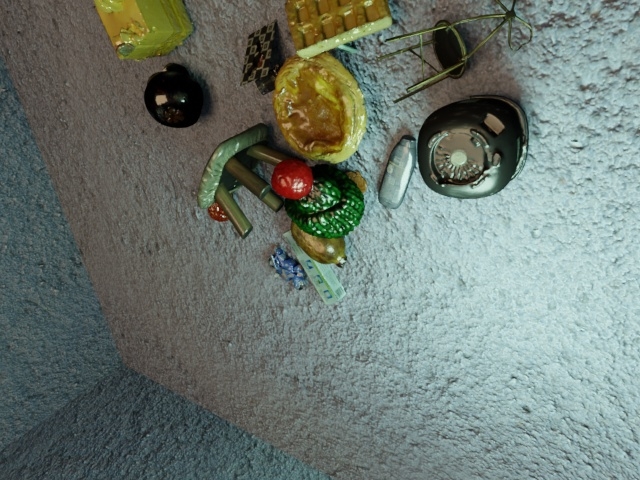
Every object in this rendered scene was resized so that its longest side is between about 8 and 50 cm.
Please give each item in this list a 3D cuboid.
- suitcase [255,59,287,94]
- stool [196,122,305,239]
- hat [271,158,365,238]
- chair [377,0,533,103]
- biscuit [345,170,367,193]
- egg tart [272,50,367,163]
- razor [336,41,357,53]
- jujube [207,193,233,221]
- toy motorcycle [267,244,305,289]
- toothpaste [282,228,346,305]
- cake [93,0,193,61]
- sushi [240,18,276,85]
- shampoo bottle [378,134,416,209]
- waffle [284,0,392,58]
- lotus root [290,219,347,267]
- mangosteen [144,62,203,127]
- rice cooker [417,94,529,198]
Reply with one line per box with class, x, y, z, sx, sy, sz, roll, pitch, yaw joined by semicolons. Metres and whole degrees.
suitcase;-0.150;-0.535;1.401;0.126;0.086;0.059;-15;112;40
stool;-0.246;-0.215;1.517;0.226;0.310;0.310;37;133;6
hat;-0.027;-0.162;1.343;0.274;0.242;0.332;12;163;39
chair;0.322;-0.474;1.054;0.326;0.170;0.159;-25;96;-1
biscuit;0.118;-0.198;1.440;0.091;0.015;0.078;31;130;19
egg tart;0.010;-0.410;1.312;0.352;0.150;0.351;21;127;30
razor;0.015;-0.663;1.216;0.056;0.111;0.277;-31;85;33
jujube;-0.424;-0.169;1.811;0.112;0.109;0.176;3;114;-5
toy motorcycle;-0.136;0.115;1.777;0.205;0.076;0.114;40;123;15
toothpaste;-0.022;0.093;1.678;0.081;0.067;0.336;-26;97;43
cake;-0.645;-0.782;1.496;0.222;0.286;0.227;-13;106;41
sushi;-0.193;-0.604;1.390;0.139;0.031;0.200;-2;76;41
shampoo bottle;0.240;-0.210;1.318;0.087;0.049;0.233;30;129;23
waffle;0.047;-0.609;1.136;0.274;0.057;0.167;-16;80;15
lotus root;0.000;0.000;1.557;0.260;0.128;0.145;45;102;11
mangosteen;-0.563;-0.552;1.634;0.243;0.243;0.242;18;124;28
rice cooker;0.382;-0.235;1.078;0.267;0.224;0.267;16;122;28
